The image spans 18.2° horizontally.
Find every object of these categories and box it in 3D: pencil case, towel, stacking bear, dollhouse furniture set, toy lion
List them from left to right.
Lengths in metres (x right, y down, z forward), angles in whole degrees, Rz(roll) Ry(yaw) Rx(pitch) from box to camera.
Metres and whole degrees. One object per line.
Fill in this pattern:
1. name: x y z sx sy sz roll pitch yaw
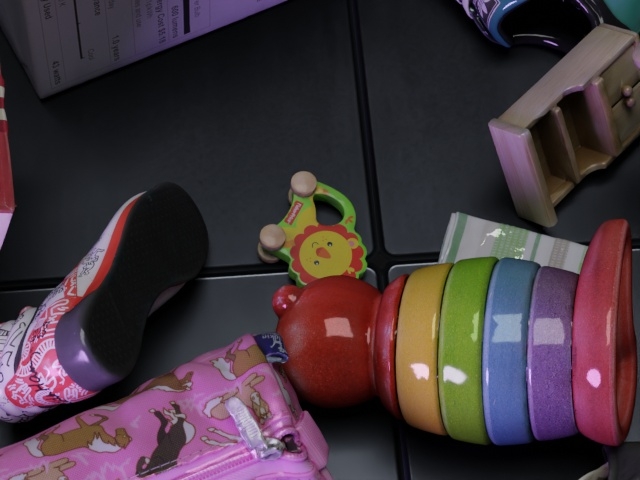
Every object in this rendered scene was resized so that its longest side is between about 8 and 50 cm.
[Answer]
1. pencil case: -0.185 0.206 1.544 0.386 0.167 0.160 -21 52 -11
2. toy lion: 0.000 0.000 1.751 0.096 0.034 0.100 25 62 6
3. stacking bear: 0.104 0.085 1.627 0.289 0.175 0.164 1 31 15
4. towel: 0.174 0.037 1.733 0.152 0.023 0.113 13 61 7
5. dollhouse furniture set: 0.293 -0.076 1.699 0.161 0.212 0.242 -42 42 -24

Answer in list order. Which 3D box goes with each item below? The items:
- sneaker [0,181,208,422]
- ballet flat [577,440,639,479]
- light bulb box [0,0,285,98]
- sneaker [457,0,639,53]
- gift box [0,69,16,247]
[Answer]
1. sneaker: -0.197 0.051 1.679 0.145 0.090 0.270 -25 21 28
2. ballet flat: 0.204 0.267 1.564 0.096 0.095 0.280 19 50 22
3. light bulb box: -0.145 -0.363 1.775 0.361 0.358 0.225 -24 64 -15
4. sneaker: 0.160 -0.259 1.859 0.302 0.108 0.121 27 58 13
5. gift box: -0.371 -0.036 1.646 0.276 0.258 0.255 7 55 -19
